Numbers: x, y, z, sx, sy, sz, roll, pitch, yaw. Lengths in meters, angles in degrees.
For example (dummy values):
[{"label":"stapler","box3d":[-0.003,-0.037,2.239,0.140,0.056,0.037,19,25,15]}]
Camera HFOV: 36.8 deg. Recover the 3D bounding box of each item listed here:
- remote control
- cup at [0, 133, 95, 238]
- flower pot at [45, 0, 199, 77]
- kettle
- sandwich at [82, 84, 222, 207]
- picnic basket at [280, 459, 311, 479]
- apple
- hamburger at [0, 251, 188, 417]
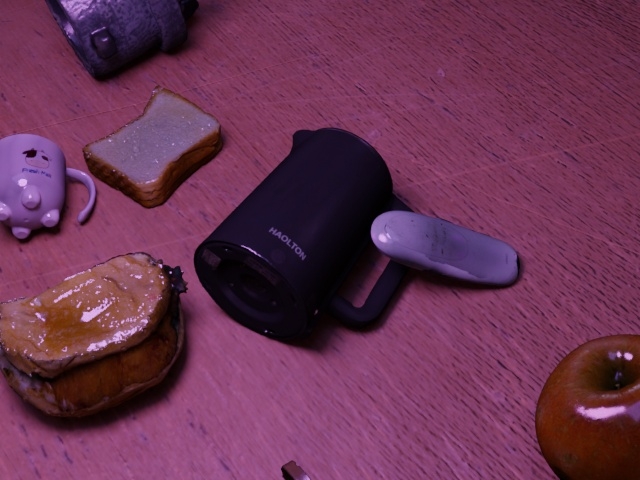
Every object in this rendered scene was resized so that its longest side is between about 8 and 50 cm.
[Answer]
[{"label":"remote control","box3d":[0.199,0.010,1.499,0.256,0.045,0.098,13,62,-18]},{"label":"cup","box3d":[-0.495,-0.079,1.674,0.134,0.173,0.142,-32,48,21]},{"label":"flower pot","box3d":[-0.382,-0.494,1.882,0.282,0.299,0.299,-30,53,-13]},{"label":"kettle","box3d":[-0.003,-0.011,1.500,0.262,0.203,0.308,21,52,25]},{"label":"sandwich","box3d":[-0.300,-0.171,1.751,0.186,0.065,0.214,32,61,28]},{"label":"picnic basket","box3d":[0.000,0.363,1.225,0.137,0.128,0.178,-30,70,-21]},{"label":"apple","box3d":[0.405,0.243,1.254,0.236,0.208,0.237,-14,33,9]},{"label":"hamburger","box3d":[-0.332,0.150,1.440,0.308,0.132,0.211,-20,51,-10]}]
